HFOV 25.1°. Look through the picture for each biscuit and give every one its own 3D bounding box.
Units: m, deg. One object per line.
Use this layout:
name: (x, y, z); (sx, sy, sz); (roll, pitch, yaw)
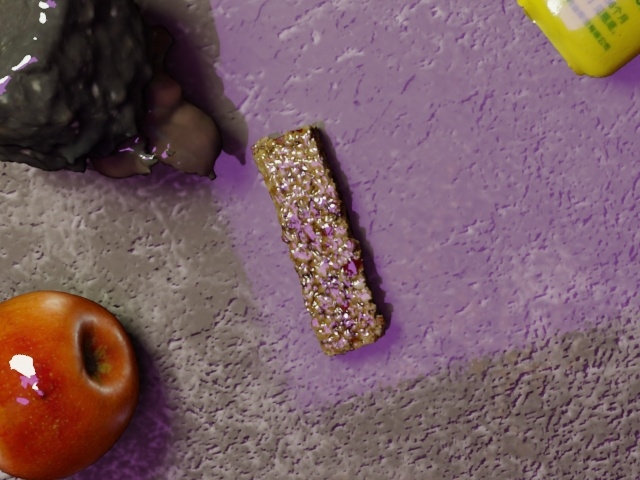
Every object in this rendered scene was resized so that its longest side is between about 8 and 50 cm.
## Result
biscuit: (0.000, 0.000, 1.232); (0.064, 0.034, 0.199); (-18, 96, 12)

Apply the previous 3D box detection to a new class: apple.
apple: (-0.233, 0.122, 1.236); (0.139, 0.163, 0.163); (-33, 92, 22)

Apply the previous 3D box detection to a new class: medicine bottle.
medicine bottle: (0.297, -0.254, 1.112); (0.309, 0.076, 0.111); (-39, 92, 13)

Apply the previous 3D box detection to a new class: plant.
plant: (-0.215, -0.146, 1.167); (0.204, 0.234, 0.178); (7, 80, 31)
